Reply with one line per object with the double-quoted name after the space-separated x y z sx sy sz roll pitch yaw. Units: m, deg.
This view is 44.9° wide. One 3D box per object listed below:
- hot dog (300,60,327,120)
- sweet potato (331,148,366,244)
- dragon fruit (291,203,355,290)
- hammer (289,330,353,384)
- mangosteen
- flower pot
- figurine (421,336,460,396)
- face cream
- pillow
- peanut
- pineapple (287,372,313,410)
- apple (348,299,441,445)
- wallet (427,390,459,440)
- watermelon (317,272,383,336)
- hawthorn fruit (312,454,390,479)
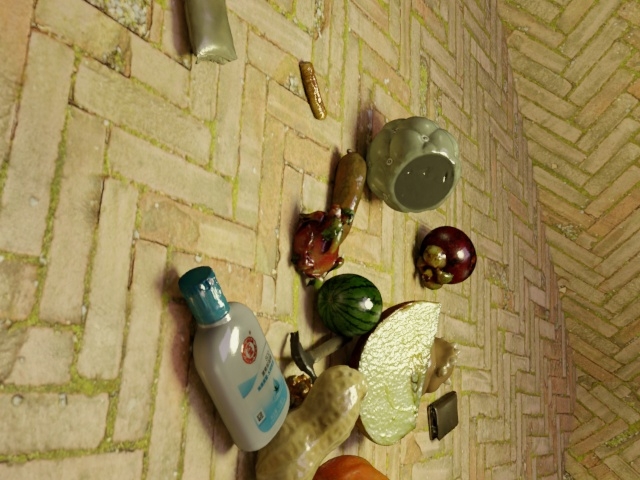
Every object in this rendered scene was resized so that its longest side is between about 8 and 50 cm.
-0.014 -0.332 1.727 0.044 0.028 0.137 -41 122 -49 "hot dog"
0.054 -0.086 1.776 0.075 0.075 0.273 47 50 -49 "sweet potato"
0.000 0.000 1.627 0.142 0.175 0.138 43 27 -2 "dragon fruit"
0.016 0.229 1.659 0.125 0.027 0.297 60 22 8 "hammer"
0.354 0.056 2.228 0.200 0.200 0.199 17 71 -60 "mangosteen"
0.231 -0.192 1.944 0.195 0.246 0.246 -112 176 -55 "flower pot"
0.265 0.277 1.989 0.173 0.177 0.247 -21 97 -42 "figurine"
-0.150 0.195 1.326 0.163 0.080 0.336 -56 134 -49 "face cream"
-0.199 -0.410 1.364 0.119 0.053 0.208 -10 91 -64 "pillow"
-0.018 0.355 1.446 0.290 0.130 0.130 -44 129 -21 "peanut"
-0.044 0.331 1.541 0.114 0.077 0.114 49 43 6 "pineapple"
0.159 0.289 1.774 0.254 0.179 0.345 57 47 -77 "apple"
0.367 0.519 2.297 0.198 0.031 0.110 -6 91 -62 "wallet"
0.073 0.141 1.693 0.187 0.141 0.140 13 74 -58 "watermelon"
0.055 0.523 1.565 0.189 0.189 0.189 17 71 -60 "hawthorn fruit"
